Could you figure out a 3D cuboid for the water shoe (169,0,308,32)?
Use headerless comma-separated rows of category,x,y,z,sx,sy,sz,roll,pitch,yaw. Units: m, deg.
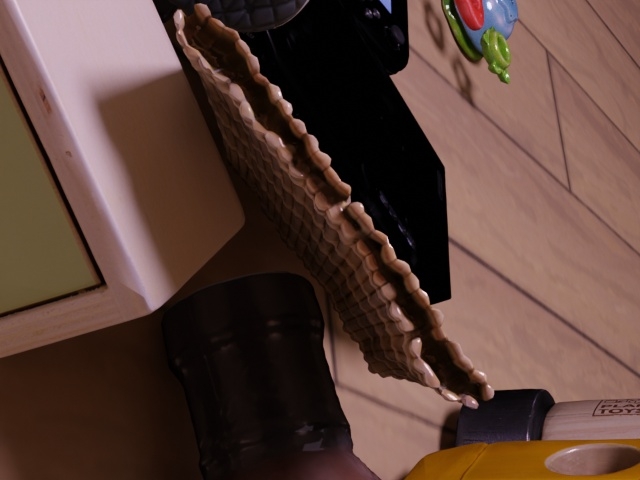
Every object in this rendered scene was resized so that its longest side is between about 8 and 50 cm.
water shoe,-0.089,-0.162,0.621,0.203,0.073,0.080,34,34,-24

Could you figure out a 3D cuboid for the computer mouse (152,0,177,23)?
computer mouse,-0.094,-0.089,0.647,0.071,0.041,0.242,23,59,-30

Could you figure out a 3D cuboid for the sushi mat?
sushi mat,0.000,0.000,0.594,0.151,0.019,0.316,55,-3,3

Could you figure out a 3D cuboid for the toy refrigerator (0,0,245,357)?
toy refrigerator,-0.134,-0.097,0.488,0.269,0.102,0.094,67,25,-14

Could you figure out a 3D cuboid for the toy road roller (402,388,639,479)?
toy road roller,0.165,0.220,0.809,0.329,0.202,0.241,-24,108,-67

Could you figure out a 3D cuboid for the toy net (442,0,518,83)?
toy net,0.085,-0.228,1.096,0.232,0.045,0.122,60,30,-24

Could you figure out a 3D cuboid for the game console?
game console,0.011,-0.143,0.848,0.213,0.044,0.361,54,25,-38

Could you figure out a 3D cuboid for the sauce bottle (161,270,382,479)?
sauce bottle,0.008,0.180,0.589,0.111,0.111,0.344,19,50,-60
